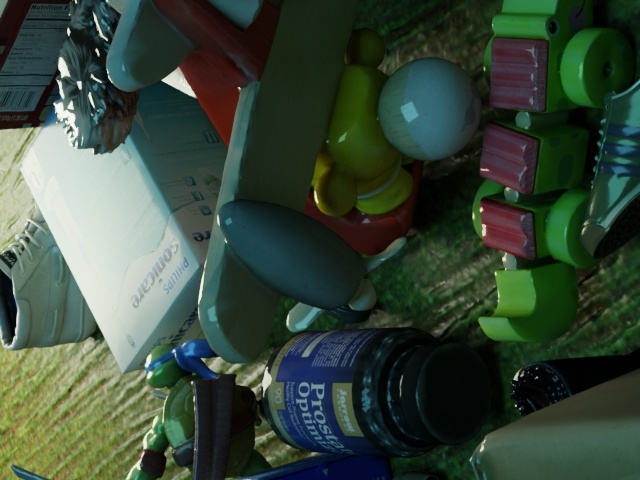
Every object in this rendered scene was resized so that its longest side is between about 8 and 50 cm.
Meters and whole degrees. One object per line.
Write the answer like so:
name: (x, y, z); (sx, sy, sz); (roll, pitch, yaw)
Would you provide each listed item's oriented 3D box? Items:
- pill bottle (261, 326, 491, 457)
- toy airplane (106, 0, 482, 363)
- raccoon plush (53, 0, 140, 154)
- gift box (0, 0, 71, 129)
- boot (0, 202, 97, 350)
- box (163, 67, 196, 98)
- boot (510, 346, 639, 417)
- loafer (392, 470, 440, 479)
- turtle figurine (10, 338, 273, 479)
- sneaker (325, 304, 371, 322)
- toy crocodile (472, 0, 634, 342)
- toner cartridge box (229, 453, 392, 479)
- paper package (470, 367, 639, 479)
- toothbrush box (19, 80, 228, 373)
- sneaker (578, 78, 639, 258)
pill bottle: (0.053, 0.143, 1.501); (0.219, 0.123, 0.122); (-7, 93, 52)
toy airplane: (-0.002, -0.130, 1.324); (0.272, 0.384, 0.386); (4, 106, 24)
raccoon plush: (-0.110, -0.323, 1.469); (0.216, 0.299, 0.446); (45, 134, 31)
gift box: (-0.357, -0.278, 1.794); (0.276, 0.255, 0.258); (-52, 58, 32)
boot: (-0.346, 0.011, 1.956); (0.095, 0.123, 0.258); (11, 107, 49)
box: (-0.117, -0.209, 1.595); (0.233, 0.159, 0.044); (30, 128, 43)
boot: (0.242, 0.197, 1.215); (0.094, 0.207, 0.246); (-11, 90, 51)
loafer: (0.108, 0.290, 1.520); (0.050, 0.056, 0.148); (-39, 68, 54)
turtle figurine: (-0.125, 0.251, 1.689); (0.275, 0.198, 0.266); (-39, 80, 25)
sneaker: (0.002, 0.000, 1.586); (0.170, 0.051, 0.089); (49, 137, 37)
toy crocodile: (0.178, -0.082, 1.310); (0.115, 0.105, 0.340); (19, 112, 47)
toner cartridge box: (0.020, 0.388, 1.566); (0.075, 0.165, 0.347); (-17, 85, 51)
paper package: (0.327, 0.151, 1.019); (0.325, 0.309, 0.168); (-15, 91, 52)
toothbrush box: (-0.192, -0.037, 1.755); (0.295, 0.126, 0.216); (60, 137, 23)
sneaker: (0.252, -0.081, 1.251); (0.086, 0.064, 0.192); (52, 126, 26)
